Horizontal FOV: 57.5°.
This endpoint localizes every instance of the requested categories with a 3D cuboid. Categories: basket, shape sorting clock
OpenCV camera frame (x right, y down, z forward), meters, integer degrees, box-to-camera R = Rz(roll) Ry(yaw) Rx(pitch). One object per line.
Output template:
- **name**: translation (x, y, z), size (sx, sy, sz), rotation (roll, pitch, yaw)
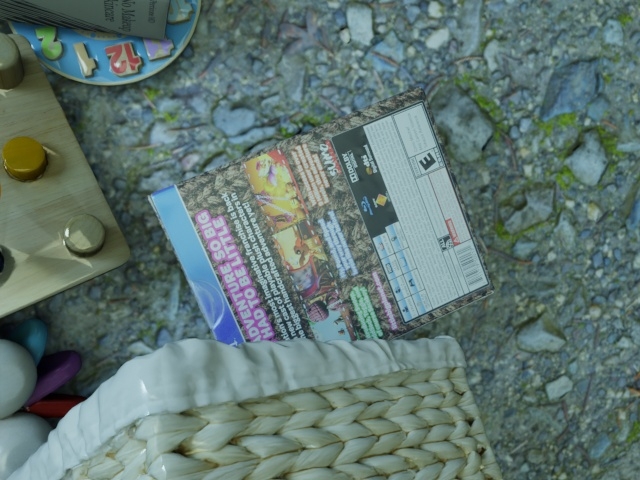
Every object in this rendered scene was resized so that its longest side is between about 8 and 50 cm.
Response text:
- **basket**: translation (-0.048, 0.261, 0.475), size (0.332, 0.328, 0.266), rotation (8, 53, -42)
- **shape sorting clock**: translation (-0.232, -0.268, 0.621), size (0.207, 0.040, 0.206), rotation (-1, 96, -11)

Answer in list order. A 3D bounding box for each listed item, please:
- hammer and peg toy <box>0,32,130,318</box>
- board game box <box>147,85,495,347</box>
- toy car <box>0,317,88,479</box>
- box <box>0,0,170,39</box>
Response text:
- **hammer and peg toy**: translation (-0.389, -0.015, 0.522), size (0.362, 0.127, 0.265), rotation (-27, 93, -23)
- **board game box**: translation (0.000, 0.000, 0.641), size (0.291, 0.141, 0.231), rotation (-23, 99, -8)
- **toy car**: translation (-0.313, 0.162, 0.608), size (0.136, 0.159, 0.181), rotation (-19, 100, -44)
- **box**: translation (-0.276, -0.259, 0.525), size (0.276, 0.113, 0.094), rotation (2, 86, -17)
